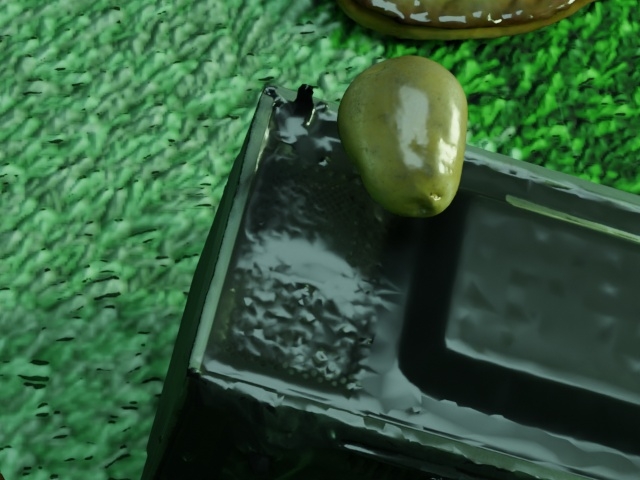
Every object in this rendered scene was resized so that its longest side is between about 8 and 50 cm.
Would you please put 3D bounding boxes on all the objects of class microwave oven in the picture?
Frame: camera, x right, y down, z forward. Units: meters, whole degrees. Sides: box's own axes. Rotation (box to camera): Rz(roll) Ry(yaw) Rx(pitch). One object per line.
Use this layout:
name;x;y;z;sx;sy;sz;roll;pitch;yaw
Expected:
microwave oven;0.087;0.105;0.964;0.355;0.286;0.218;17;60;-6

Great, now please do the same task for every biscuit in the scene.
biscuit;0.144;-0.231;1.300;0.299;0.045;0.154;-12;63;-18

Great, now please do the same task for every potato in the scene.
potato;0.045;-0.053;0.837;0.068;0.062;0.083;-17;51;12

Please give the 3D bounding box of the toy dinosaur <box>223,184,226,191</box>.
toy dinosaur;0.000;0.000;1.132;0.154;0.055;0.049;33;62;-1

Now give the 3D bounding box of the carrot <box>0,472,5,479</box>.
carrot;-0.245;0.104;1.035;0.057;0.057;0.224;-22;73;-22
